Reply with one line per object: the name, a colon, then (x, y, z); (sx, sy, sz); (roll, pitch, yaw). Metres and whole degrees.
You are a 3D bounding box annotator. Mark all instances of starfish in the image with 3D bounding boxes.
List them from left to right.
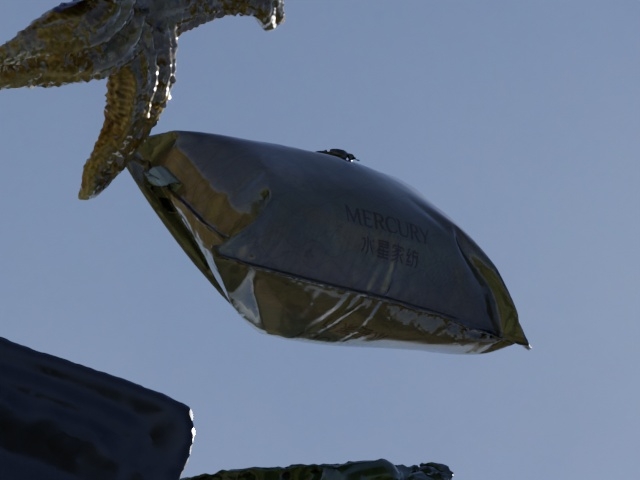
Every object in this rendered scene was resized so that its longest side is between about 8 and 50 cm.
starfish: (-0.112, -0.137, 0.996); (0.062, 0.277, 0.235); (30, -83, 35)

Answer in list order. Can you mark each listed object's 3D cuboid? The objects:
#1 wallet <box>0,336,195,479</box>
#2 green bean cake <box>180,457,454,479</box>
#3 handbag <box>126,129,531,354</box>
wallet: (-0.214, 0.147, 0.579); (0.247, 0.323, 0.041); (17, -35, 17)
green bean cake: (-0.028, 0.174, 0.721); (0.181, 0.173, 0.094); (-9, -60, 30)
handbag: (0.000, 0.000, 1.153); (0.182, 0.270, 0.117); (40, -71, 49)
